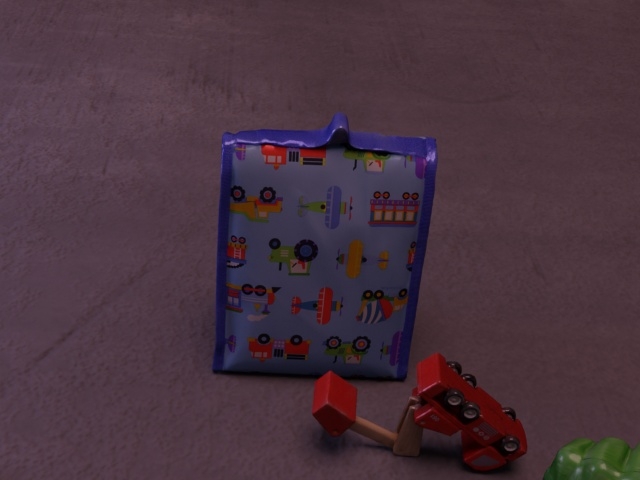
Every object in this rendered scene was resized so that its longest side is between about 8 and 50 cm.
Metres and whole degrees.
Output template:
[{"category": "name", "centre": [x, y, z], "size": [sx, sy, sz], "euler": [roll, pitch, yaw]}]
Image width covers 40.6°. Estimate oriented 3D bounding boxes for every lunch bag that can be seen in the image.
[{"category": "lunch bag", "centre": [0.000, 0.000, 0.935], "size": [0.220, 0.293, 0.138], "euler": [3, 37, -6]}]

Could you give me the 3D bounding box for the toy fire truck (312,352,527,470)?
[{"category": "toy fire truck", "centre": [0.101, 0.181, 0.874], "size": [0.192, 0.135, 0.047], "euler": [40, 29, -22]}]

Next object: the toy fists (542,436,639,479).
[{"category": "toy fists", "centre": [0.334, 0.264, 0.766], "size": [0.279, 0.142, 0.096], "euler": [23, 39, 20]}]
